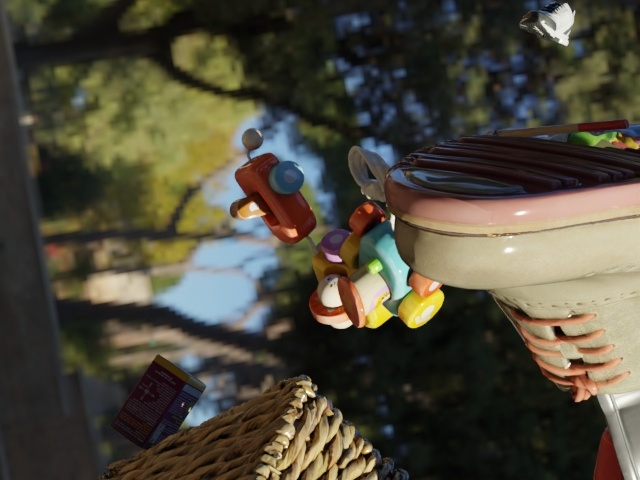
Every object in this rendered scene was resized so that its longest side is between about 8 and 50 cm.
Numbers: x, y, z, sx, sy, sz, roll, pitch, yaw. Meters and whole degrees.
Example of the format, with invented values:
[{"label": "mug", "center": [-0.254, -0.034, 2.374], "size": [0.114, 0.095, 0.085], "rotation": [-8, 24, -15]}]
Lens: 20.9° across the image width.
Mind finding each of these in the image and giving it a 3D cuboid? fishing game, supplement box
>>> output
[{"label": "fishing game", "center": [0.268, -0.086, 1.553], "size": [0.189, 0.264, 0.041], "rotation": [-2, -90, 36]}, {"label": "supplement box", "center": [-0.154, 0.157, 1.651], "size": [0.043, 0.083, 0.055], "rotation": [32, -6, 19]}]

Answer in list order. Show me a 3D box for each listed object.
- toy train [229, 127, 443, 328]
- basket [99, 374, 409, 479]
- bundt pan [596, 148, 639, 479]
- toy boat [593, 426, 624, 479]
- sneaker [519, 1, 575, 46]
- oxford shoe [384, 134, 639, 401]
[{"label": "toy train", "center": [0.000, 0.000, 0.929], "size": [0.125, 0.046, 0.166], "rotation": [58, -19, -14]}, {"label": "basket", "center": [-0.062, 0.289, 1.447], "size": [0.223, 0.299, 0.213], "rotation": [45, 43, -19]}, {"label": "bundt pan", "center": [0.261, 0.080, 1.222], "size": [0.331, 0.124, 0.331], "rotation": [-19, 90, -78]}, {"label": "toy boat", "center": [0.414, 0.332, 1.925], "size": [0.318, 0.267, 0.148], "rotation": [35, -49, 50]}, {"label": "sneaker", "center": [0.239, -0.233, 1.819], "size": [0.109, 0.040, 0.044], "rotation": [1, 111, -69]}, {"label": "oxford shoe", "center": [0.141, 0.021, 0.848], "size": [0.123, 0.348, 0.130], "rotation": [15, -83, 36]}]
